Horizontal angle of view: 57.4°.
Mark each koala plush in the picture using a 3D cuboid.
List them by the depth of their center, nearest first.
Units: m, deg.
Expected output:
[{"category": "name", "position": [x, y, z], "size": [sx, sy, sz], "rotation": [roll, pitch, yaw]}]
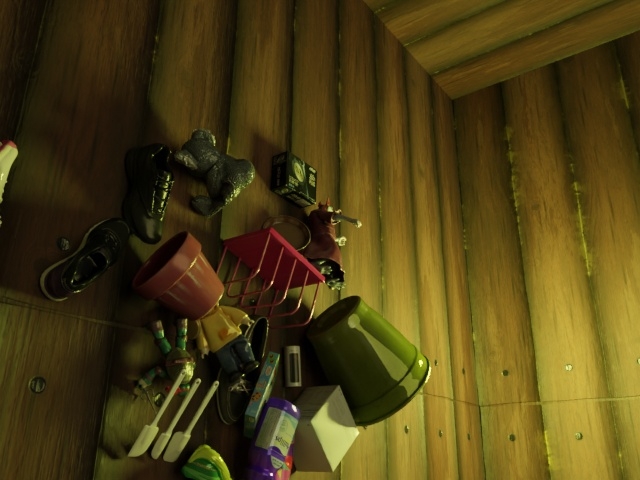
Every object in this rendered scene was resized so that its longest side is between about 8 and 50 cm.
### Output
[{"category": "koala plush", "position": [-0.330, -0.225, 1.764], "size": [0.221, 0.203, 0.196], "rotation": [47, 41, -17]}]

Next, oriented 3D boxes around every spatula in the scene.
[{"category": "spatula", "position": [-0.363, 0.447, 1.480], "size": [0.168, 0.019, 0.242], "rotation": [36, 81, -46]}]

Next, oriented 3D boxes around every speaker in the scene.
[{"category": "speaker", "position": [-0.094, 0.422, 1.957], "size": [0.055, 0.055, 0.136], "rotation": [19, 63, -51]}]

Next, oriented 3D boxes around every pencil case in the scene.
[{"category": "pencil case", "position": [-0.132, 0.687, 1.763], "size": [0.104, 0.104, 0.236], "rotation": [35, 51, -44]}]

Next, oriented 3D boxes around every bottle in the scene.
[{"category": "bottle", "position": [-0.150, 0.603, 1.684], "size": [0.118, 0.092, 0.283], "rotation": [51, 51, -43]}]

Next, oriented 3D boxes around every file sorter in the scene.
[{"category": "file sorter", "position": [-0.164, 0.131, 1.835], "size": [0.290, 0.202, 0.182], "rotation": [45, 46, -37]}]

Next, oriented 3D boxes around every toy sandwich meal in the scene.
[{"category": "toy sandwich meal", "position": [-0.359, 0.233, 1.624], "size": [0.029, 0.085, 0.085], "rotation": [-22, 96, -64]}]

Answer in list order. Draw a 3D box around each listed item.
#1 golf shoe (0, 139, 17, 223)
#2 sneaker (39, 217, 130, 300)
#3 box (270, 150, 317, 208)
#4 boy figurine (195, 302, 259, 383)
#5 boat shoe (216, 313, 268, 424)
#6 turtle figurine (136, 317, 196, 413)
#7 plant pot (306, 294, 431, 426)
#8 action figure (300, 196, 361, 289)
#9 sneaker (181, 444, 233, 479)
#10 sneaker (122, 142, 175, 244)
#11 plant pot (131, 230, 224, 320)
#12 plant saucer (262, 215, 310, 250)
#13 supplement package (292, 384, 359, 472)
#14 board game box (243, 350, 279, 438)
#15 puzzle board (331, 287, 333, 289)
[{"category": "golf shoe", "position": [-0.718, -0.078, 1.215], "size": [0.140, 0.115, 0.306], "rotation": [58, 43, -42]}, {"category": "sneaker", "position": [-0.530, 0.038, 1.410], "size": [0.107, 0.124, 0.283], "rotation": [58, 37, -25]}, {"category": "box", "position": [-0.096, -0.224, 2.177], "size": [0.180, 0.077, 0.147], "rotation": [30, 54, -47]}, {"category": "boy figurine", "position": [-0.278, 0.256, 1.668], "size": [0.285, 0.177, 0.092], "rotation": [61, -8, 4]}, {"category": "boat shoe", "position": [-0.228, 0.374, 1.743], "size": [0.112, 0.095, 0.335], "rotation": [38, 49, -42]}, {"category": "turtle figurine", "position": [-0.384, 0.325, 1.530], "size": [0.175, 0.118, 0.234], "rotation": [9, 65, -54]}, {"category": "plant pot", "position": [0.143, 0.399, 2.084], "size": [0.353, 0.366, 0.366], "rotation": [54, 38, -10]}, {"category": "action figure", "position": [0.000, 0.000, 2.199], "size": [0.276, 0.248, 0.370], "rotation": [1, 56, -12]}, {"category": "sneaker", "position": [-0.286, 0.683, 1.563], "size": [0.123, 0.109, 0.295], "rotation": [-32, 111, -27]}, {"category": "sneaker", "position": [-0.456, -0.133, 1.580], "size": [0.109, 0.130, 0.286], "rotation": [7, 73, -56]}, {"category": "plant pot", "position": [-0.361, 0.107, 1.540], "size": [0.180, 0.201, 0.201], "rotation": [48, 42, -22]}, {"category": "plant saucer", "position": [-0.120, -0.018, 2.035], "size": [0.168, 0.029, 0.168], "rotation": [10, 46, -10]}, {"category": "supplement package", "position": [-0.007, 0.617, 1.922], "size": [0.203, 0.149, 0.194], "rotation": [-37, 109, -54]}, {"category": "board game box", "position": [-0.177, 0.464, 1.753], "size": [0.160, 0.039, 0.211], "rotation": [101, 8, -49]}, {"category": "puzzle board", "position": [0.047, 0.121, 2.313], "size": [0.096, 0.011, 0.128], "rotation": [-28, 100, -54]}]
